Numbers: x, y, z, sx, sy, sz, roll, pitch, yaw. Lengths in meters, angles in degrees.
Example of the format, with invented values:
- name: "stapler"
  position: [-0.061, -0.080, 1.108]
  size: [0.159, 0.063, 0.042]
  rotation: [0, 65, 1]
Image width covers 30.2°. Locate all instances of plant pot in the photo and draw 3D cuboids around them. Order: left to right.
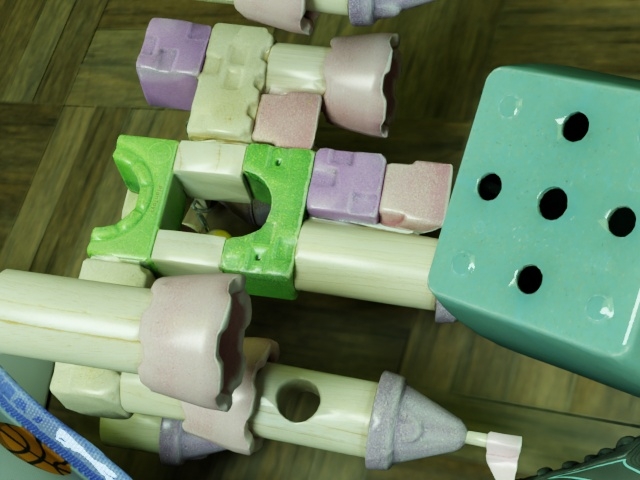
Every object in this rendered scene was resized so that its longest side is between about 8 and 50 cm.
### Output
- name: "plant pot"
  position: [0.172, 0.004, 0.572]
  size: [0.165, 0.234, 0.166]
  rotation: [19, 94, 41]

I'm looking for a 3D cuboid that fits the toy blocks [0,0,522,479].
- name: "toy blocks"
  position: [0.000, 0.000, 0.712]
  size: [0.260, 0.309, 0.289]
  rotation: [7, 66, 8]

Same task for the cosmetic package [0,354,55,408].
- name: "cosmetic package"
  position: [-0.309, 0.129, 0.872]
  size: [0.151, 0.151, 0.184]
  rotation: [-8, 61, 25]

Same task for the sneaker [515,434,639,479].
- name: "sneaker"
  position: [0.154, 0.163, 0.642]
  size: [0.267, 0.101, 0.106]
  rotation: [1, 51, 24]

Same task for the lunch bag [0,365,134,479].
- name: "lunch bag"
  position: [-0.193, 0.285, 0.602]
  size: [0.385, 0.239, 0.328]
  rotation: [37, 112, 14]
